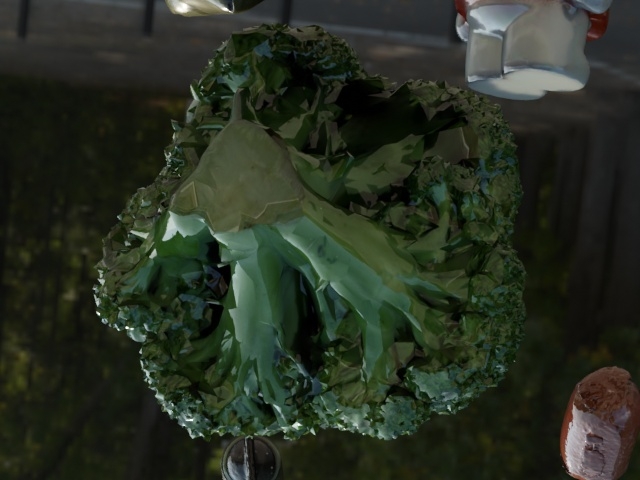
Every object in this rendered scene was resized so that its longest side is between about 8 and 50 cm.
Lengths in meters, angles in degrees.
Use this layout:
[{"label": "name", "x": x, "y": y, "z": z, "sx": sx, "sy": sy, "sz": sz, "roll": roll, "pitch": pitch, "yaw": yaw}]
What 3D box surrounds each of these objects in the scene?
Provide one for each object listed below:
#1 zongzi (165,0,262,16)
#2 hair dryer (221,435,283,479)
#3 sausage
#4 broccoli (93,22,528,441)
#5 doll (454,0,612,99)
[{"label": "zongzi", "x": 0.000, "y": -0.425, "z": 1.213, "sx": 0.447, "sy": 0.418, "sz": 0.181, "roll": -36, "pitch": -158, "yaw": -29}, {"label": "hair dryer", "x": -0.088, "y": 0.201, "z": 1.887, "sx": 0.078, "sy": 0.248, "sz": 0.195, "roll": -3, "pitch": 162, "yaw": -3}, {"label": "sausage", "x": 0.262, "y": 0.174, "z": 1.413, "sx": 0.076, "sy": 0.076, "sz": 0.141, "roll": 6, "pitch": 141, "yaw": 2}, {"label": "broccoli", "x": -0.007, "y": 0.005, "z": 1.253, "sx": 0.310, "sy": 0.321, "sz": 0.413, "roll": -2, "pitch": -128, "yaw": -37}, {"label": "doll", "x": 0.138, "y": -0.233, "z": 0.905, "sx": 0.130, "sy": 0.290, "sz": 0.161, "roll": 11, "pitch": 172, "yaw": -25}]
